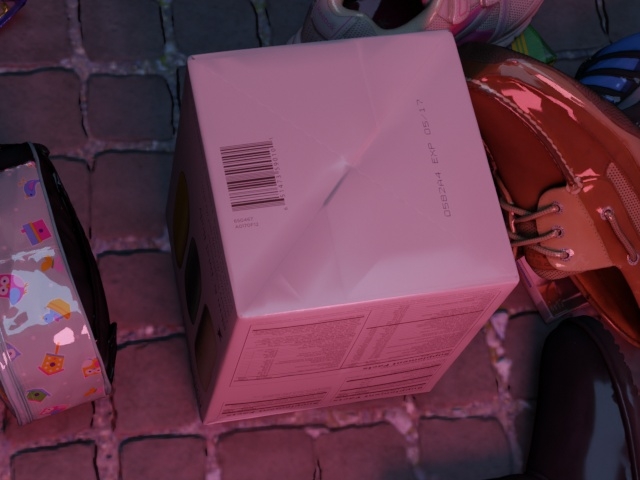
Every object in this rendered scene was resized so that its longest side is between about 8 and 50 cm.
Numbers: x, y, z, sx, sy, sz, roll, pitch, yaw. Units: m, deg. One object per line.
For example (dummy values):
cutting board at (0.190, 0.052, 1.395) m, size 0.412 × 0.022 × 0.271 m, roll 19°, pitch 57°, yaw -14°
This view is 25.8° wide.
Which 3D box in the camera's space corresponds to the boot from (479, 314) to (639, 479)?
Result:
boot at (0.154, 0.188, 1.098) m, size 0.207 × 0.094 × 0.247 m, roll -7°, pitch 72°, yaw -15°

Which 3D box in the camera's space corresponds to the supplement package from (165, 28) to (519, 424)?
supplement package at (0.000, 0.000, 1.055) m, size 0.198 × 0.263 × 0.199 m, roll -7°, pitch 69°, yaw -13°

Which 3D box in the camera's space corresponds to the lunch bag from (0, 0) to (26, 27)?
lunch bag at (-0.345, -0.215, 1.181) m, size 0.129 × 0.096 × 0.151 m, roll 45°, pitch 53°, yaw 12°

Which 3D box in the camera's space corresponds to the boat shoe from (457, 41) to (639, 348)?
boat shoe at (0.207, -0.024, 1.104) m, size 0.324 × 0.122 × 0.120 m, roll 40°, pitch 79°, yaw -28°

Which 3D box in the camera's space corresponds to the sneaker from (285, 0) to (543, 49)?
sneaker at (0.092, -0.193, 1.092) m, size 0.252 × 0.111 × 0.103 m, roll -32°, pitch 77°, yaw -20°

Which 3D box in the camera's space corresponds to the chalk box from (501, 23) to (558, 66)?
chalk box at (0.076, -0.178, 1.217) m, size 0.132 × 0.132 × 0.213 m, roll -32°, pitch 78°, yaw -20°

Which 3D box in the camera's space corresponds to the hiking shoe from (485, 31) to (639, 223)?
hiking shoe at (0.254, -0.104, 1.246) m, size 0.304 × 0.113 × 0.132 m, roll -25°, pitch 31°, yaw -9°

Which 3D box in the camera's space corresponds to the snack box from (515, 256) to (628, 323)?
snack box at (0.260, 0.011, 1.231) m, size 0.178 × 0.022 × 0.064 m, roll -22°, pitch 73°, yaw -18°

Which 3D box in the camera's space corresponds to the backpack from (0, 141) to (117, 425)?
backpack at (-0.231, 0.044, 1.049) m, size 0.144 × 0.166 × 0.188 m, roll -24°, pitch 70°, yaw -16°
